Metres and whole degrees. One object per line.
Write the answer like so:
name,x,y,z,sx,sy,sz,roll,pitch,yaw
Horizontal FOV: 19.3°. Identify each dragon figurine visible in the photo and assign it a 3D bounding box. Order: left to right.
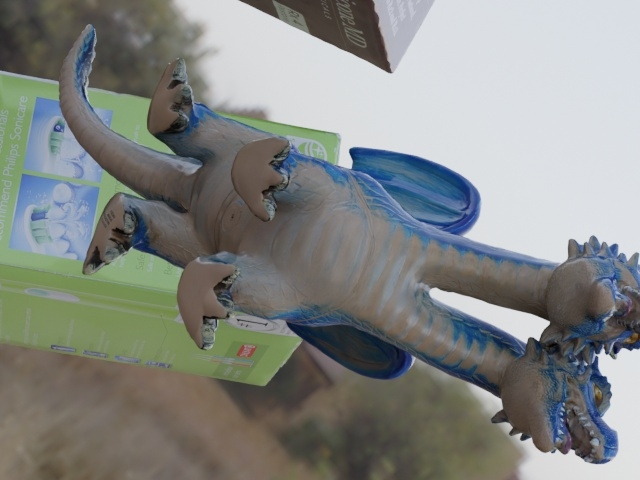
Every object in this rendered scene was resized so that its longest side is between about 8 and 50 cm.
dragon figurine,0.000,0.000,0.687,0.144,0.085,0.289,20,4,-35

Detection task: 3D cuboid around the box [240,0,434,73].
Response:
box,-0.011,-0.239,1.155,0.203,0.167,0.168,28,-10,13

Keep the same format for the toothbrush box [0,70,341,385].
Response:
toothbrush box,-0.147,-0.006,1.155,0.206,0.283,0.122,121,-23,-72
